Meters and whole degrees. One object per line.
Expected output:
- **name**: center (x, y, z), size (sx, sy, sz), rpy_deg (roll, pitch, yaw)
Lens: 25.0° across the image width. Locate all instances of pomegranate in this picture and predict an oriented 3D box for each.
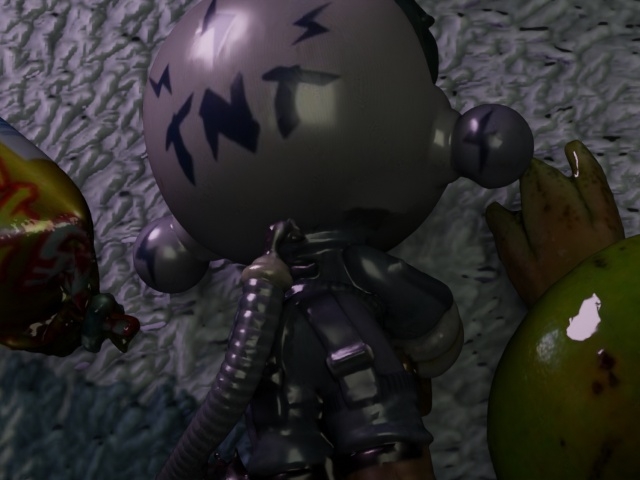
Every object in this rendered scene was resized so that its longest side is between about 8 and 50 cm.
- **pomegranate**: center (0.187, 0.072, 0.844), size (0.236, 0.236, 0.302), rpy_deg (-29, 57, -9)

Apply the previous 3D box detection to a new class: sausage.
- **sausage**: center (-0.230, -0.026, 0.853), size (0.317, 0.117, 0.125), rpy_deg (37, 109, 17)

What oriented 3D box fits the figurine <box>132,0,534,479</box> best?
- **figurine**: center (0.004, -0.001, 0.853), size (0.261, 0.186, 0.382), rpy_deg (-13, 74, 8)
